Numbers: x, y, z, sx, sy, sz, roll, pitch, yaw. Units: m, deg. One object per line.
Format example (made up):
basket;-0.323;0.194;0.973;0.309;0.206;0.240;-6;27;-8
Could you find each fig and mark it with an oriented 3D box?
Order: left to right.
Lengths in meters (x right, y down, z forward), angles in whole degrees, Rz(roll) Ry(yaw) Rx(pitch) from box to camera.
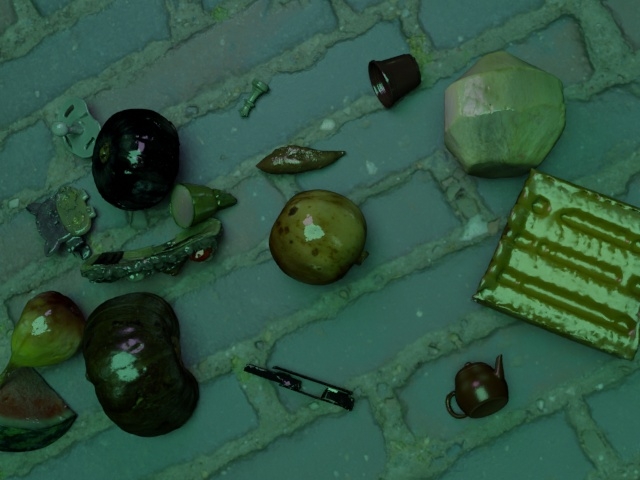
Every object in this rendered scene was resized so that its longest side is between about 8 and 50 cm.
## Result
fig;-0.635;0.237;1.782;0.159;0.159;0.257;40;85;12

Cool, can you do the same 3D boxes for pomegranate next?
pomegranate;0.000;0.000;1.687;0.215;0.215;0.215;-1;83;9

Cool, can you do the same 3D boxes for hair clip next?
hair clip;-0.589;-0.041;1.865;0.146;0.056;0.187;-30;76;-2
hair clip;-0.364;0.043;1.789;0.321;0.138;0.091;-16;111;7

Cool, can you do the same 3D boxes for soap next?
soap;0.511;0.049;1.616;0.335;0.156;0.293;21;84;11

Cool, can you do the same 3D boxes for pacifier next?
pacifier;-0.578;-0.257;1.860;0.126;0.116;0.150;-34;82;30

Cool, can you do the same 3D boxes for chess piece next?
chess piece;-0.157;-0.322;1.834;0.042;0.042;0.093;34;97;12

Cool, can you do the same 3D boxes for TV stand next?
TV stand;-0.045;0.311;1.738;0.249;0.036;0.042;17;88;11

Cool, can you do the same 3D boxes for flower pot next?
flower pot;0.168;-0.357;1.757;0.089;0.111;0.111;-25;80;-10

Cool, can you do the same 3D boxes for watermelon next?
watermelon;-0.659;0.376;1.797;0.207;0.136;0.202;-10;87;-7

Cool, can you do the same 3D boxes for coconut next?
coconut;0.367;-0.261;1.639;0.259;0.259;0.259;-1;83;9

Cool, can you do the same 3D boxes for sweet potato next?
sweet potato;-0.045;-0.181;1.787;0.205;0.060;0.068;-4;114;-1

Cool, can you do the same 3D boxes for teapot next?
teapot;0.320;0.300;1.650;0.116;0.116;0.173;51;120;11

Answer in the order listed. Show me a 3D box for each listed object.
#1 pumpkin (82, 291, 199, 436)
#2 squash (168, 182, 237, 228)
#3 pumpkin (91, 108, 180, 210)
pumpkin;-0.416;0.265;1.714;0.242;0.232;0.325;-26;76;8
squash;-0.258;-0.089;1.797;0.105;0.132;0.105;19;116;45
pumpkin;-0.406;-0.179;1.765;0.163;0.233;0.233;15;84;-33
